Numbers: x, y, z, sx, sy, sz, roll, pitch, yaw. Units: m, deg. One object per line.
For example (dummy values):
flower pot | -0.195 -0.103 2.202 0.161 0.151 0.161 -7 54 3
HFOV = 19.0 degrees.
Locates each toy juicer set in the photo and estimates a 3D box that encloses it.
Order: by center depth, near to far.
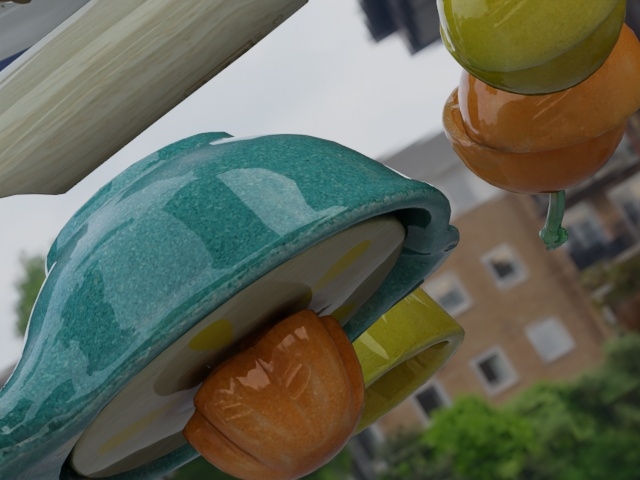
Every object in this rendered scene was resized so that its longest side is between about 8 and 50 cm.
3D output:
toy juicer set | 0.000 0.000 0.500 0.209 0.089 0.329 -44 -17 22

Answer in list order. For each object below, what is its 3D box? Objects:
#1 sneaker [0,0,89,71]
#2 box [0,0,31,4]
sneaker | -0.071 -0.183 0.646 0.315 0.182 0.127 -19 29 30
box | -0.133 -0.130 0.325 0.136 0.037 0.225 2 -38 6
